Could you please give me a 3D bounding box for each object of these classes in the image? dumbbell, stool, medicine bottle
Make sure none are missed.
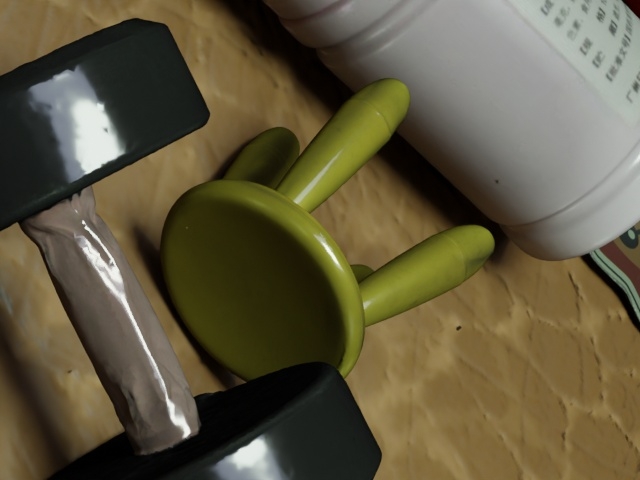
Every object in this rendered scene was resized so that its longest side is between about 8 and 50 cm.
[{"bbox_3d":[-0.087,0.033,0.803,0.152,0.152,0.218,-31,97,-41],"label":"dumbbell"},{"bbox_3d":[0.000,0.000,0.913,0.110,0.134,0.135,-41,148,-44],"label":"stool"},{"bbox_3d":[0.071,-0.112,0.992,0.249,0.133,0.133,40,55,-24],"label":"medicine bottle"}]

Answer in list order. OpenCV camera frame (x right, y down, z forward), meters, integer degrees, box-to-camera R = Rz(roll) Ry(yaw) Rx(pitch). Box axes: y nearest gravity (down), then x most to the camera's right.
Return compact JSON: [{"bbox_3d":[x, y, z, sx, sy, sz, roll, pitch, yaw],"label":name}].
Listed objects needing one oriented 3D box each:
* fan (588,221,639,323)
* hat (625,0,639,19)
[{"bbox_3d":[0.179,-0.034,1.140,0.220,0.009,0.132,51,49,-17],"label":"fan"},{"bbox_3d":[0.325,-0.108,1.150,0.332,0.242,0.274,43,40,-6],"label":"hat"}]
